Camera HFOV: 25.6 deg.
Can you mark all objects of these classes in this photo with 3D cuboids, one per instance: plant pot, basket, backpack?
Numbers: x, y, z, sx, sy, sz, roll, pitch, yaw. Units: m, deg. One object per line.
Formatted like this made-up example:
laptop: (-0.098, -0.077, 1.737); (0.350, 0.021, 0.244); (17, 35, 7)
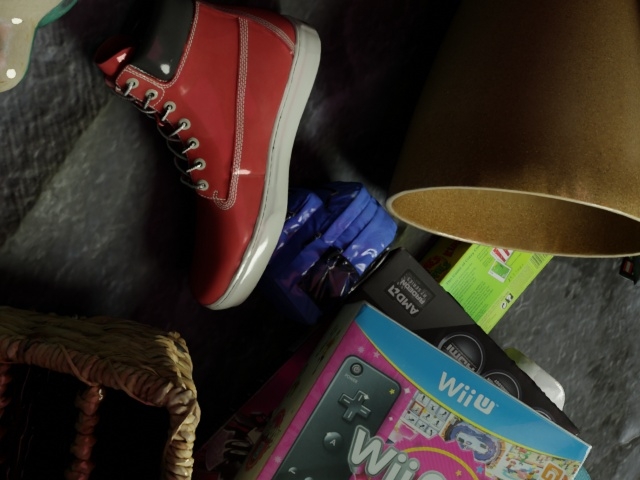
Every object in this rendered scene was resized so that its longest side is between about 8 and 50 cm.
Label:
plant pot: (0.193, -0.133, 1.209); (0.237, 0.237, 0.254); (18, 77, -38)
basket: (-0.213, 0.208, 1.017); (0.213, 0.223, 0.299); (9, 98, -9)
backpack: (0.000, 0.000, 1.197); (0.120, 0.098, 0.101); (-42, 111, -12)

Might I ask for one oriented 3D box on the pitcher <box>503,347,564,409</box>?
pitcher: (0.138, 0.226, 1.379); (0.207, 0.125, 0.178); (-39, 147, -23)

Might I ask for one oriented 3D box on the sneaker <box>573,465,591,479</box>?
sneaker: (0.176, 0.372, 1.462); (0.127, 0.208, 0.319); (33, 52, -26)

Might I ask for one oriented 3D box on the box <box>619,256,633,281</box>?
box: (0.393, -0.051, 1.486); (0.114, 0.036, 0.207); (6, 105, -36)

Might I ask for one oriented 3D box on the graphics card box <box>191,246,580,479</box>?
graphics card box: (0.015, 0.213, 1.222); (0.371, 0.094, 0.233); (-44, 91, -10)

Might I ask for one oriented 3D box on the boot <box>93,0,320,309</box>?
boot: (-0.110, -0.072, 1.105); (0.176, 0.088, 0.244); (9, 96, -35)

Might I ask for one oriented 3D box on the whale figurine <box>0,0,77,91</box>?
whale figurine: (-0.263, -0.175, 0.926); (0.272, 0.141, 0.216); (-44, 84, 2)

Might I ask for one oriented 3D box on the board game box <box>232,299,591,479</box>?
board game box: (0.038, 0.233, 1.128); (0.224, 0.097, 0.303); (32, 81, -5)

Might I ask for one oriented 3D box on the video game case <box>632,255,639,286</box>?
video game case: (0.307, -0.077, 1.261); (0.026, 0.274, 0.196); (0, 79, 3)

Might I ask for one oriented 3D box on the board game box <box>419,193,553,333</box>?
board game box: (0.134, 0.046, 1.342); (0.181, 0.043, 0.092); (-49, 127, -9)
